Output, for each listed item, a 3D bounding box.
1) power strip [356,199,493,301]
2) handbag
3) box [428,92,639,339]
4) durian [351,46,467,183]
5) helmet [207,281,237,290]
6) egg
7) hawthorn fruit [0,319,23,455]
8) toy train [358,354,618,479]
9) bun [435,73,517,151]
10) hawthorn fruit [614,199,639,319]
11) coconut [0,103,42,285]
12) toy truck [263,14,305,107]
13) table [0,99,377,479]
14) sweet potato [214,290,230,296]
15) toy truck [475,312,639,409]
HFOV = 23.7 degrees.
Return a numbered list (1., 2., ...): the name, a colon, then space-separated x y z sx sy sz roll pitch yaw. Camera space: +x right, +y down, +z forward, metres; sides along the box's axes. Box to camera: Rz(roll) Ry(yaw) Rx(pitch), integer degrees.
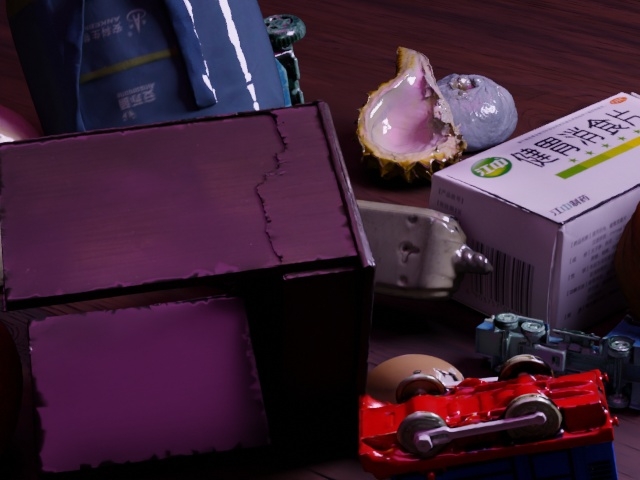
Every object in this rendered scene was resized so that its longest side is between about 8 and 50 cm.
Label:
1. power strip: 0.000 0.000 1.557 0.387 0.092 0.066 9 -1 31
2. handbag: -0.181 -0.184 1.619 0.263 0.241 0.222 -19 1 6
3. box: 0.285 -0.033 1.595 0.332 0.145 0.173 -23 36 -36
4. durian: 0.112 -0.147 1.870 0.140 0.078 0.224 -12 49 14
5. helmet: -0.062 -0.002 1.470 0.176 0.107 0.153 -29 -9 3
6. egg: 0.080 0.139 1.331 0.096 0.080 0.080 3 26 23
7. hawthorn fruit: -0.330 0.122 1.297 0.169 0.169 0.188 6 27 13
8. toy train: 0.139 0.167 1.233 0.203 0.131 0.083 -9 31 8
9. bun: 0.184 -0.170 1.942 0.140 0.083 0.141 -3 24 1
10. hawthorn fruit: 0.411 0.029 1.416 0.262 0.210 0.210 35 37 11
11. coconut: -0.384 -0.047 1.587 0.236 0.197 0.237 2 22 -1
12. toy truck: -0.120 -0.226 1.994 0.156 0.155 0.279 -22 33 -20
13. table: -0.116 0.049 1.279 0.281 0.251 0.196 -7 49 -9
14. sweet potato: -0.106 0.087 1.465 0.065 0.051 0.218 -9 16 39
15. toy truck: 0.235 0.102 1.423 0.175 0.067 0.081 10 23 28
